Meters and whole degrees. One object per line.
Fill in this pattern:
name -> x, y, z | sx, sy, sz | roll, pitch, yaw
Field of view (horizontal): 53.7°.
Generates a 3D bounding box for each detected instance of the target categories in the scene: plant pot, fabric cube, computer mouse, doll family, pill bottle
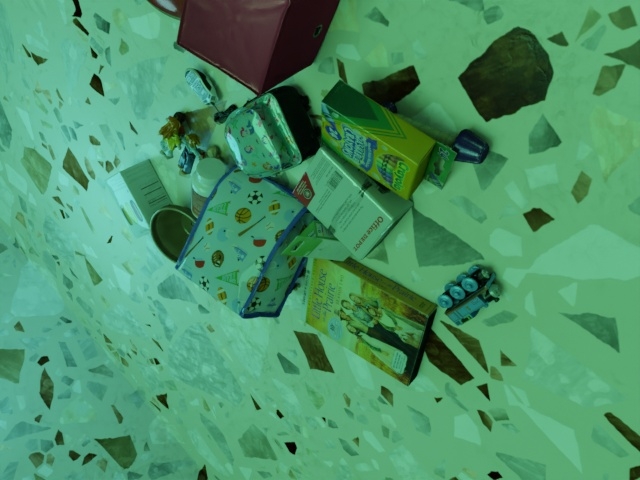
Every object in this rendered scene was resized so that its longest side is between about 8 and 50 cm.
plant pot -> -0.477, -0.033, 2.243 | 0.238, 0.109, 0.237 | 12, 123, 19
fabric cube -> -0.140, -0.540, 1.485 | 0.259, 0.258, 0.254 | 34, 131, 8
computer mouse -> -0.336, -0.447, 1.918 | 0.193, 0.042, 0.106 | 53, 143, -7
doll family -> -0.442, -0.303, 2.046 | 0.263, 0.118, 0.163 | 44, 137, 11
pill bottle -> -0.354, -0.163, 2.030 | 0.121, 0.121, 0.216 | 41, 149, 15
doll family -> -0.124, 0.151, 2.060 | 0.076, 0.111, 0.193 | 40, 136, 16

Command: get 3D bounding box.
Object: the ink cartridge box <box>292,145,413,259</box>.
ink cartridge box -> 0.084, -0.112, 1.700 | 0.273, 0.114, 0.197 | 46, 137, 10

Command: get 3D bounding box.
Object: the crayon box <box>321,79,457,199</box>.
crayon box -> 0.151, -0.221, 1.508 | 0.323, 0.083, 0.203 | 34, 164, 12

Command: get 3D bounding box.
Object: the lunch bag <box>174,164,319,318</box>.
lunch bag -> -0.206, -0.003, 1.933 | 0.328, 0.239, 0.385 | 29, 101, 28

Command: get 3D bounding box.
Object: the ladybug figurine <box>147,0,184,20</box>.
ladybug figurine -> -0.387, -0.758, 1.599 | 0.305, 0.162, 0.449 | -38, 85, 17

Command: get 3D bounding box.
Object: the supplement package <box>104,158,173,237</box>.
supplement package -> -0.657, -0.152, 2.328 | 0.139, 0.134, 0.244 | -15, 105, 47

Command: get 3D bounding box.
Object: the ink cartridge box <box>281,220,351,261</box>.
ink cartridge box -> 0.000, 0.000, 1.785 | 0.109, 0.209, 0.062 | -44, 48, 48

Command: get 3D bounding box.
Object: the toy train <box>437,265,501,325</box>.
toy train -> 0.384, 0.141, 1.627 | 0.105, 0.080, 0.184 | 43, 135, -1

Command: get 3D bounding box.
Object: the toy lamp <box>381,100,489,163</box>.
toy lamp -> 0.260, -0.250, 1.479 | 0.275, 0.080, 0.080 | 27, 131, 26

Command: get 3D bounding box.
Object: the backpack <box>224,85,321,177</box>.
backpack -> -0.152, -0.288, 1.758 | 0.254, 0.191, 0.225 | -9, 111, 50

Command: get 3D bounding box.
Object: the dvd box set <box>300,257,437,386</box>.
dvd box set -> 0.130, 0.221, 1.915 | 0.421, 0.062, 0.307 | 29, 132, 25
